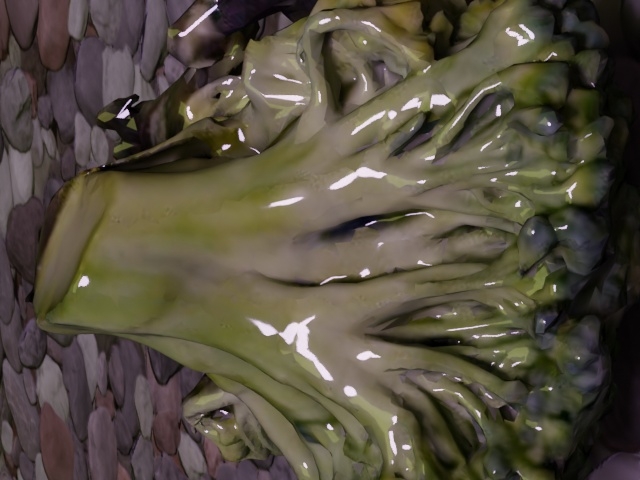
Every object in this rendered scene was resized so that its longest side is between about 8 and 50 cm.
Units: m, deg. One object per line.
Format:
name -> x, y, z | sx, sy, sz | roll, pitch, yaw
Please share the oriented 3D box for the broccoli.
broccoli -> 0.022, 0.005, 0.763 | 0.324, 0.272, 0.334 | -53, 29, -2
